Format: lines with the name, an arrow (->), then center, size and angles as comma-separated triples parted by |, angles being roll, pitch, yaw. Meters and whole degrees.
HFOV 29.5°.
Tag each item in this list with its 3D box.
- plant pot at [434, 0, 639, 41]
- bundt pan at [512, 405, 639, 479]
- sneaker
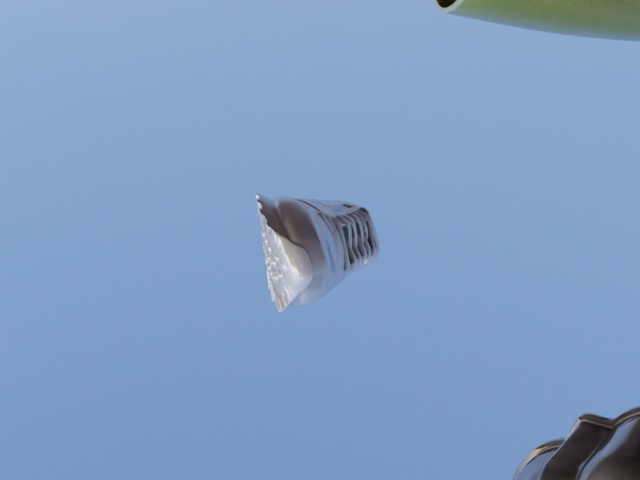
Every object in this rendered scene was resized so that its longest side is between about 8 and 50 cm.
plant pot -> 0.291, -0.294, 1.111 | 0.293, 0.275, 0.275 | 17, -148, -9
bundt pan -> 0.232, 0.288, 0.844 | 0.331, 0.331, 0.124 | 27, -155, 30
sneaker -> 0.000, 0.000, 0.955 | 0.095, 0.090, 0.235 | -6, -173, -1
